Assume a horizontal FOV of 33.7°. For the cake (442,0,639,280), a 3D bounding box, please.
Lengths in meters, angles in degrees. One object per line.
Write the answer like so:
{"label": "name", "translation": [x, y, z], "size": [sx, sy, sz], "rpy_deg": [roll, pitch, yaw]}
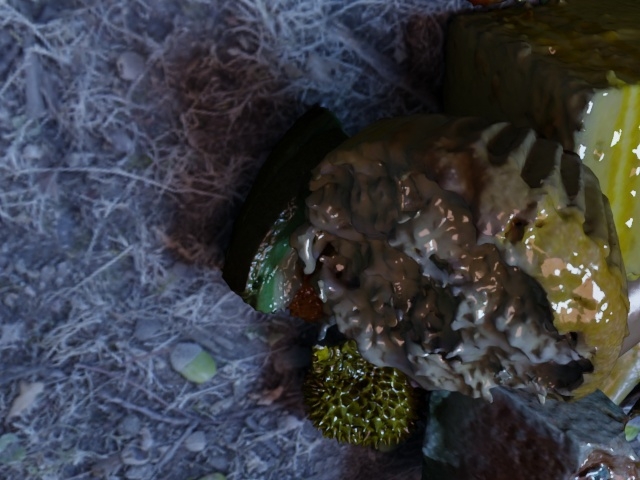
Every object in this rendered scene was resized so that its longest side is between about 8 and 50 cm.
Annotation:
{"label": "cake", "translation": [0.280, -0.093, 0.965], "size": [0.286, 0.222, 0.227], "rpy_deg": [-11, 122, -19]}

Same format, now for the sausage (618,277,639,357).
{"label": "sausage", "translation": [0.333, 0.035, 1.118], "size": [0.253, 0.123, 0.123], "rpy_deg": [-35, 125, -2]}

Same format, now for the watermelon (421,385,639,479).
{"label": "watermelon", "translation": [0.188, 0.223, 1.027], "size": [0.151, 0.302, 0.264], "rpy_deg": [-14, 118, -31]}

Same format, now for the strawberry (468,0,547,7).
{"label": "strawberry", "translation": [0.145, -0.272, 0.886], "size": [0.192, 0.085, 0.140], "rpy_deg": [-2, 118, -23]}

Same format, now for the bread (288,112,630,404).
{"label": "bread", "translation": [0.114, 0.009, 0.804], "size": [0.149, 0.274, 0.274], "rpy_deg": [-53, 131, -31]}

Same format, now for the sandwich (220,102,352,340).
{"label": "sandwich", "translation": [0.004, -0.008, 0.949], "size": [0.160, 0.109, 0.185], "rpy_deg": [28, 102, -31]}

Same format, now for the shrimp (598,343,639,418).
{"label": "shrimp", "translation": [0.426, 0.249, 1.302], "size": [0.272, 0.085, 0.445], "rpy_deg": [-13, 118, -12]}

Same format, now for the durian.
{"label": "durian", "translation": [0.050, 0.139, 1.032], "size": [0.146, 0.102, 0.208], "rpy_deg": [-42, 144, 5]}
